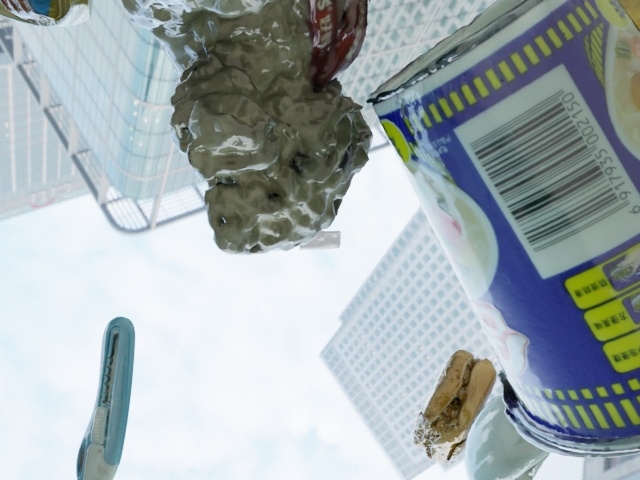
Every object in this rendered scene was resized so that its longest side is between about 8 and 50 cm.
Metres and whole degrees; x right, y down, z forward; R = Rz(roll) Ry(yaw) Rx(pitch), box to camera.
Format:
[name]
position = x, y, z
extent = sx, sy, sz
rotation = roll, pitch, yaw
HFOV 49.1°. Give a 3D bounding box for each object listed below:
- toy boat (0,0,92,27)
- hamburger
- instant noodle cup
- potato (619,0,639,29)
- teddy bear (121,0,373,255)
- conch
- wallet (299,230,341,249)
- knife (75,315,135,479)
[toy boat]
position = -0.271, -0.235, 0.660
extent = 0.172, 0.065, 0.066
rotation = 15, -165, 37
[hamburger]
position = 0.243, 0.305, 1.293
extent = 0.108, 0.213, 0.213
rotation = 25, -131, 17
[instant noodle cup]
position = 0.198, -0.038, 0.569
extent = 0.284, 0.284, 0.312
rotation = -44, -76, -38
[potato]
position = 0.391, -0.312, 0.945
extent = 0.173, 0.300, 0.140
rotation = 56, -158, -7
[teddy bear]
position = -0.024, -0.157, 0.612
extent = 0.225, 0.367, 0.357
rotation = -1, -144, 27
[conch]
position = 0.284, 0.296, 1.007
extent = 0.185, 0.221, 0.121
rotation = -1, -148, -32
[wallet]
position = 0.000, 0.000, 1.386
extent = 0.083, 0.044, 0.011
rotation = -3, -144, -12
[knife]
position = -0.268, 0.202, 0.880
extent = 0.064, 0.031, 0.221
rotation = -6, -114, 22
